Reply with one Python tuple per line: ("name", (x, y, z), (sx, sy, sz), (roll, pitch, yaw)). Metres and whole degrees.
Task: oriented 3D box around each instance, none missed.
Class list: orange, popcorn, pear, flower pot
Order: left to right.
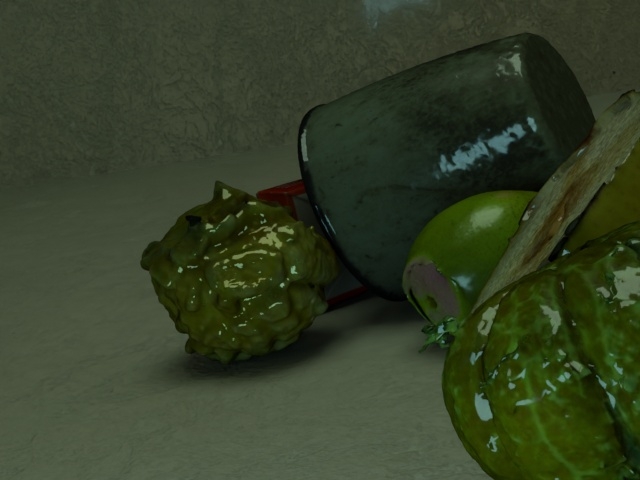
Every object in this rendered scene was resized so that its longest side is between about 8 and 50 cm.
("popcorn", (-0.108, 0.034, 1.928), (0.249, 0.225, 0.249), (-31, 28, 19))
("flower pot", (0.184, -0.109, 2.009), (0.330, 0.293, 0.293), (-24, 4, 26))
("pear", (0.215, 0.025, 1.836), (0.220, 0.187, 0.187), (-31, 21, -33))
("pear", (0.311, 0.025, 1.577), (0.340, 0.191, 0.386), (-52, 1, 34))
("orange", (0.252, 0.106, 1.255), (0.301, 0.223, 0.300), (-27, 4, -25))

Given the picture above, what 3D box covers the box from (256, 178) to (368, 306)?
("box", (0.000, 0.000, 2.147), (0.133, 0.182, 0.099), (-20, 12, -27))
